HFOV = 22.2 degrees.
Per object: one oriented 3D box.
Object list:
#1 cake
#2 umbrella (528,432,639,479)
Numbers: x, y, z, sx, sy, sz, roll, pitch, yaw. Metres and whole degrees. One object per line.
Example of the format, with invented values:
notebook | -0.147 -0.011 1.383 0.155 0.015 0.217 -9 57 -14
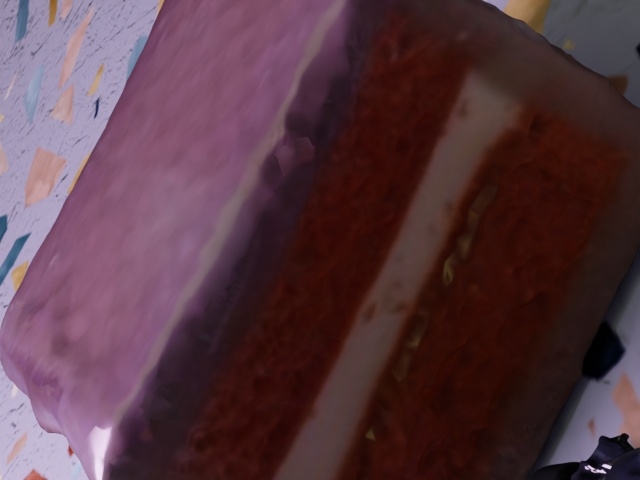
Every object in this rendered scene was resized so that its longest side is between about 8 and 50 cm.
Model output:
cake | 0.000 0.000 0.875 0.309 0.237 0.230 -62 31 6
umbrella | 0.168 0.119 0.705 0.224 0.080 0.071 -15 93 57
